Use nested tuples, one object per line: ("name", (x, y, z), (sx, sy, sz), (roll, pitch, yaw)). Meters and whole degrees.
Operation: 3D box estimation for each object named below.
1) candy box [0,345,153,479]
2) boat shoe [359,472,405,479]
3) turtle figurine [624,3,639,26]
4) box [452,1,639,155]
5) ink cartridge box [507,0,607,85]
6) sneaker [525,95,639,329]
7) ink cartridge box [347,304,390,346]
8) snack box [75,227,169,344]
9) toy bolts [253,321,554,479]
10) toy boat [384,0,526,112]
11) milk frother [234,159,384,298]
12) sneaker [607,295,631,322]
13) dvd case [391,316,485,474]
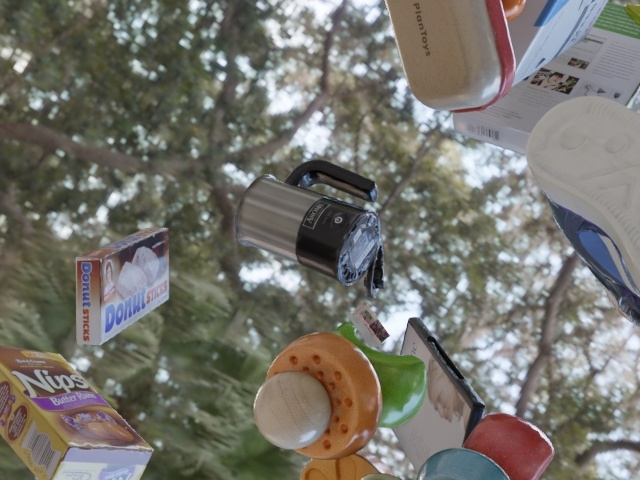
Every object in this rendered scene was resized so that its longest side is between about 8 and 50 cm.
("candy box", (-0.263, 0.172, 1.074), (0.186, 0.109, 0.053), (33, -80, 38))
("boat shoe", (0.034, 0.291, 0.897), (0.073, 0.080, 0.224), (-51, 158, -56))
("turtle figurine", (0.449, -0.325, 1.240), (0.217, 0.087, 0.269), (-48, -152, 4))
("box", (0.378, -0.251, 1.663), (0.232, 0.058, 0.322), (23, -121, 27))
("ink cartridge box", (0.302, -0.352, 1.446), (0.307, 0.129, 0.223), (-35, 157, -50))
("sneaker", (0.310, 0.028, 0.863), (0.130, 0.236, 0.323), (-44, -139, 2))
("ink cartridge box", (0.078, 0.132, 1.700), (0.029, 0.063, 0.115), (-36, 180, -10))
("snack box", (-0.153, 0.032, 0.862), (0.178, 0.022, 0.064), (-44, 136, -79))
("toy bolts", (0.045, 0.199, 0.865), (0.228, 0.158, 0.218), (21, -71, 28))
("toy boat", (0.170, -0.268, 1.237), (0.151, 0.231, 0.151), (-23, -166, -30))
("milk frother", (0.000, 0.000, 1.190), (0.134, 0.143, 0.129), (21, -136, 27))
("sneaker", (0.400, 0.047, 1.416), (0.064, 0.175, 0.067), (-30, -162, 1))
("dvd case", (0.154, 0.241, 1.521), (0.253, 0.022, 0.180), (-123, -141, -62))
